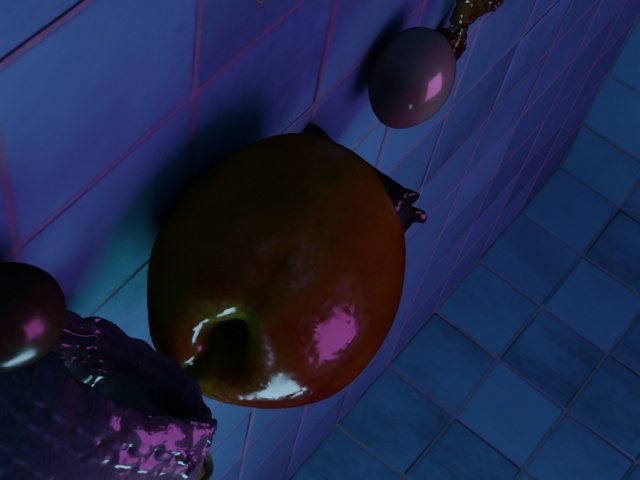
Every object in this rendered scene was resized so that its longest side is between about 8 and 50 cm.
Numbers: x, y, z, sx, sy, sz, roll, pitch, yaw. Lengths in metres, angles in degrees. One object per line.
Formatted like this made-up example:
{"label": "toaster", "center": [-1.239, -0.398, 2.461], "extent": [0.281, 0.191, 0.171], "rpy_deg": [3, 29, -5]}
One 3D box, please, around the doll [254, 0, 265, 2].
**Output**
{"label": "doll", "center": [0.029, -0.340, 0.959], "extent": [0.303, 0.156, 0.201], "rpy_deg": [-54, 161, -16]}

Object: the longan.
{"label": "longan", "center": [-0.280, 0.068, 1.060], "extent": [0.113, 0.092, 0.113], "rpy_deg": [-28, 163, -9]}

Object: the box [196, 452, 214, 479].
{"label": "box", "center": [-0.250, 0.373, 1.898], "extent": [0.177, 0.111, 0.111], "rpy_deg": [-37, 159, -50]}

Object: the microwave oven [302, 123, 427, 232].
{"label": "microwave oven", "center": [-0.002, -0.001, 1.632], "extent": [0.247, 0.178, 0.188], "rpy_deg": [-52, 164, -4]}

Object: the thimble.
{"label": "thimble", "center": [-0.233, 0.190, 1.217], "extent": [0.172, 0.236, 0.205], "rpy_deg": [-54, -169, 17]}

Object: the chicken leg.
{"label": "chicken leg", "center": [0.225, -0.352, 1.741], "extent": [0.107, 0.087, 0.251], "rpy_deg": [-14, 151, -36]}

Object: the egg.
{"label": "egg", "center": [0.123, -0.220, 1.630], "extent": [0.114, 0.114, 0.152], "rpy_deg": [-37, 161, -50]}

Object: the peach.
{"label": "peach", "center": [-0.045, 0.028, 1.362], "extent": [0.308, 0.308, 0.332], "rpy_deg": [112, 2, -46]}
